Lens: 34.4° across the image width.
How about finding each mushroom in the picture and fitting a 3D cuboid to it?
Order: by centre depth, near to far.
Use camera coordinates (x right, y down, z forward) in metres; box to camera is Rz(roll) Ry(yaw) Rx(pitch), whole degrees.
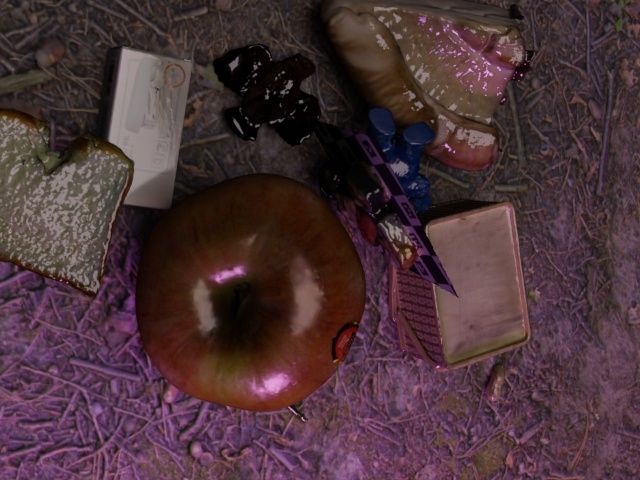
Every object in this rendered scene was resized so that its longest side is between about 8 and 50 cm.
[{"bbox_3d":[0.167,-0.318,1.955,0.398,0.224,0.313,9,117,-15],"label":"mushroom"}]

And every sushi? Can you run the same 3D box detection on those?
[{"bbox_3d":[0.078,-0.051,1.862,0.069,0.320,0.339,-35,115,-11],"label":"sushi"}]

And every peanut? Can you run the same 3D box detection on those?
[{"bbox_3d":[0.381,0.308,2.240,0.037,0.037,0.083,25,83,-30],"label":"peanut"}]

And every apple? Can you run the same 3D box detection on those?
[{"bbox_3d":[-0.114,0.090,1.749,0.401,0.333,0.400,0,92,8],"label":"apple"}]

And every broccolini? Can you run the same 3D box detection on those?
[{"bbox_3d":[-0.092,0.298,1.973,0.194,0.054,0.052,28,65,-32],"label":"broccolini"}]

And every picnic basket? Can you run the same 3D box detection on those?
[{"bbox_3d":[0.267,0.085,2.068,0.228,0.175,0.312,-14,100,-26],"label":"picnic basket"}]

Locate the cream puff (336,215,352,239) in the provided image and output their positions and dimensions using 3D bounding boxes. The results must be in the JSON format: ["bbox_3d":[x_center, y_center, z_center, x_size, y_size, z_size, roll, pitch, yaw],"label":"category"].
[{"bbox_3d":[0.000,0.000,1.925,0.119,0.133,0.104,30,56,2],"label":"cream puff"}]

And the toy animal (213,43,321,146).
[{"bbox_3d":[-0.087,-0.270,1.873,0.218,0.116,0.179,42,46,0],"label":"toy animal"}]

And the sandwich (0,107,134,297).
[{"bbox_3d":[-0.447,-0.068,1.634,0.273,0.095,0.248,19,91,-11],"label":"sandwich"}]

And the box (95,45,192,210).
[{"bbox_3d":[-0.305,-0.186,1.754,0.135,0.079,0.269,8,94,-29],"label":"box"}]

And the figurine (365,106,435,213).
[{"bbox_3d":[0.118,-0.125,1.922,0.120,0.164,0.262,-58,159,-33],"label":"figurine"}]
